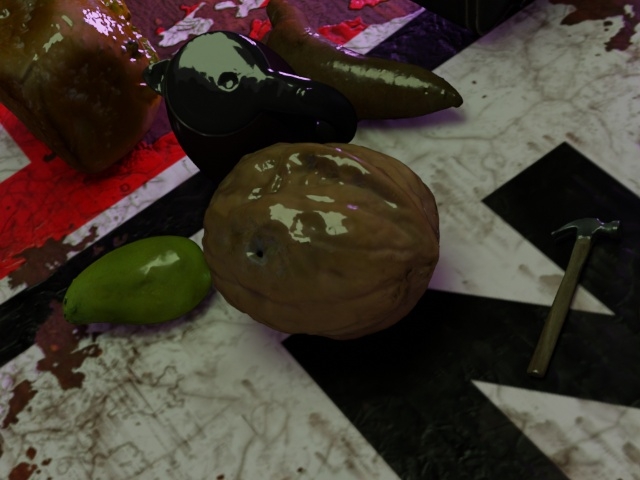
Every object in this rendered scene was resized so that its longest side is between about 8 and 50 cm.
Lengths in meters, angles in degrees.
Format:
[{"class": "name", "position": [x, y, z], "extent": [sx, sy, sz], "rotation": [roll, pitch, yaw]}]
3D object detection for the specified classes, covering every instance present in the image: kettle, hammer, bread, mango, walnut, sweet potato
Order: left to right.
[{"class": "bread", "position": [-0.295, -0.214, 1.814], "extent": [0.176, 0.195, 0.246], "rotation": [-43, 46, -12]}, {"class": "mango", "position": [-0.189, 0.044, 1.604], "extent": [0.165, 0.074, 0.091], "rotation": [-16, 46, 10]}, {"class": "kettle", "position": [-0.064, -0.126, 1.583], "extent": [0.202, 0.232, 0.144], "rotation": [16, 86, 8]}, {"class": "walnut", "position": [0.000, 0.000, 1.482], "extent": [0.245, 0.198, 0.198], "rotation": [7, 52, 30]}, {"class": "sweet potato", "position": [0.009, -0.192, 1.745], "extent": [0.108, 0.079, 0.346], "rotation": [-15, 34, -32]}, {"class": "hammer", "position": [0.222, 0.050, 1.452], "extent": [0.062, 0.017, 0.182], "rotation": [7, 53, 30]}]

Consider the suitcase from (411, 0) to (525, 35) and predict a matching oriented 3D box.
[{"class": "suitcase", "position": [0.228, -0.438, 1.734], "extent": [0.194, 0.283, 0.434], "rotation": [33, 65, 22]}]
